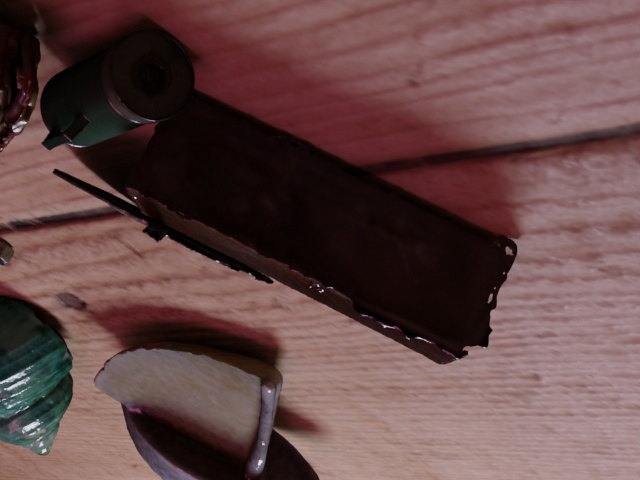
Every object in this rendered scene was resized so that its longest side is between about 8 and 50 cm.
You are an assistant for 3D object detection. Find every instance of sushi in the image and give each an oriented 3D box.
[{"bbox_3d":[-0.334,-0.126,1.633,0.130,0.124,0.332,19,159,-20],"label":"sushi"}]

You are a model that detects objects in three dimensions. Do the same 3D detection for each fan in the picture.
[{"bbox_3d":[-0.122,0.001,1.691,0.223,0.012,0.294,28,180,-32],"label":"fan"}]

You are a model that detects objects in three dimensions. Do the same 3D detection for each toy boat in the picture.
[{"bbox_3d":[-0.131,0.191,2.136,0.276,0.111,0.293,16,142,25],"label":"toy boat"}]

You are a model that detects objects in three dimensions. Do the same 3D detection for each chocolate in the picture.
[{"bbox_3d":[0.000,0.000,1.562,0.321,0.112,0.112,26,165,4],"label":"chocolate"}]

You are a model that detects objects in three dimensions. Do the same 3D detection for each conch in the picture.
[{"bbox_3d":[-0.378,0.174,2.305,0.196,0.134,0.202,7,149,42],"label":"conch"}]

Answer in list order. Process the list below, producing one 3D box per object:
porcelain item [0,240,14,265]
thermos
[{"bbox_3d":[-0.403,-0.018,2.067,0.075,0.021,0.136,4,148,44],"label":"porcelain item"},{"bbox_3d":[-0.176,-0.113,1.541,0.073,0.083,0.187,14,167,-28],"label":"thermos"}]
